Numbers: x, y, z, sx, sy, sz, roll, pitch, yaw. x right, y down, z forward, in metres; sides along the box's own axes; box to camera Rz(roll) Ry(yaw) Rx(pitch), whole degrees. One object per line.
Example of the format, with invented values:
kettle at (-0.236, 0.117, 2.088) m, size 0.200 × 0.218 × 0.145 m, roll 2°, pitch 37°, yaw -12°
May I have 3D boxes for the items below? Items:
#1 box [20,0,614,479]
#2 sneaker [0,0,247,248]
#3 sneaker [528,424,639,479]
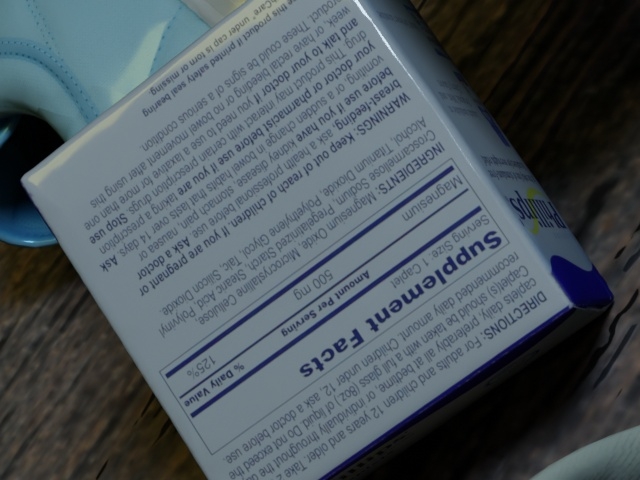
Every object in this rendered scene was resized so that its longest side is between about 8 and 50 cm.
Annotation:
box at (0.000, 0.000, 0.631) m, size 0.126 × 0.072 × 0.137 m, roll -36°, pitch 78°, yaw 14°
sneaker at (-0.113, -0.083, 0.823) m, size 0.150 × 0.135 × 0.366 m, roll -46°, pitch 36°, yaw -5°
sneaker at (0.057, 0.131, 0.452) m, size 0.330 × 0.146 × 0.122 m, roll -53°, pitch 38°, yaw -6°
